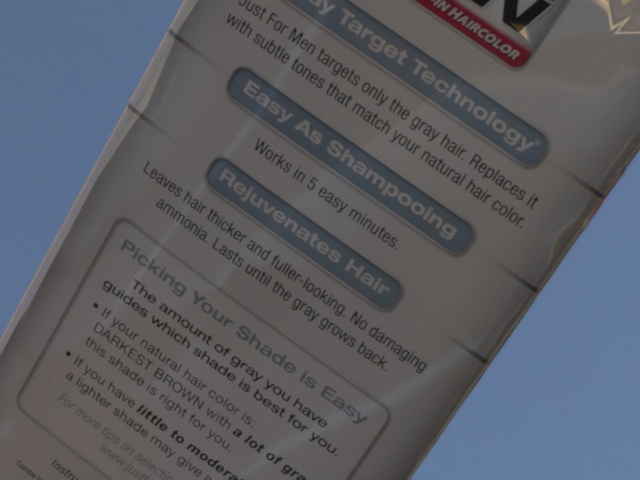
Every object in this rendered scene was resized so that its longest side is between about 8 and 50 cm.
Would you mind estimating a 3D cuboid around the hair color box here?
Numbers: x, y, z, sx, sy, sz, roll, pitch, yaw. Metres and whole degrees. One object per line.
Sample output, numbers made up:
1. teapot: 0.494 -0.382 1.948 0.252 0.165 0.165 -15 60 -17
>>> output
1. hair color box: 0.000 0.000 0.797 0.185 0.113 0.374 36 -64 8
